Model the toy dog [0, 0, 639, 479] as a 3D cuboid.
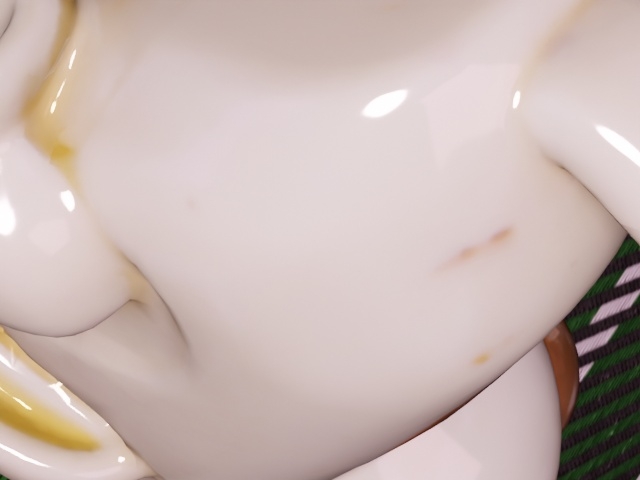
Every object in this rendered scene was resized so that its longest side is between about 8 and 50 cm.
[{"bbox_3d":[0.000,0.000,0.568,0.284,0.395,0.408,-60,156,-31],"label":"toy dog"}]
